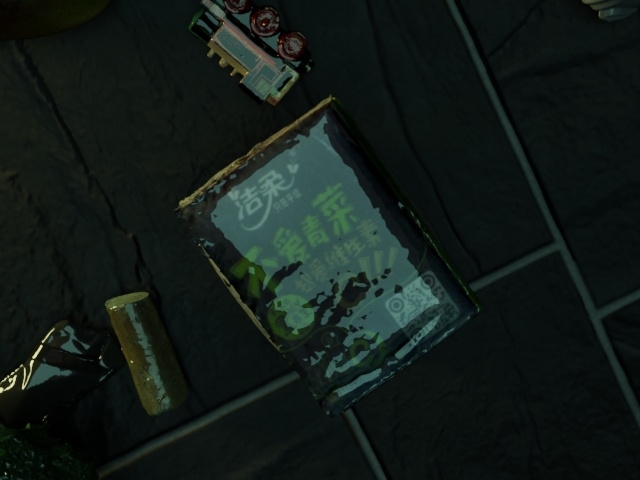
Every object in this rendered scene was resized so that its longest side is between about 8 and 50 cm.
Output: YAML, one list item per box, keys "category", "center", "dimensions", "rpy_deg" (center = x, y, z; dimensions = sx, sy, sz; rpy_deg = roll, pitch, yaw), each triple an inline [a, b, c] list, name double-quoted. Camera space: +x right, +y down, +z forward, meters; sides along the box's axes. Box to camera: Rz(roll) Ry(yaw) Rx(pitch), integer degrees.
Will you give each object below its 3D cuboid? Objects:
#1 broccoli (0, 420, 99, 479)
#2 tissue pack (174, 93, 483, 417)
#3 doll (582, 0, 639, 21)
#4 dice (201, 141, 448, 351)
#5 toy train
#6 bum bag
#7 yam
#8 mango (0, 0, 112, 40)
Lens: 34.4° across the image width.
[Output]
- category: "broccoli"
  center: [-0.335, 0.310, 1.036]
  dimensions: [0.294, 0.245, 0.265]
  rpy_deg: [42, 54, -26]
- category: "tissue pack"
  center: [0.009, 0.015, 0.906]
  dimensions: [0.173, 0.073, 0.235]
  rpy_deg: [-37, 99, 1]
- category: "doll"
  center: [0.331, -0.272, 1.082]
  dimensions: [0.180, 0.079, 0.094]
  rpy_deg: [8, 100, -19]
- category: "dice"
  center: [0.000, 0.000, 1.037]
  dimensions: [0.193, 0.194, 0.191]
  rpy_deg: [-36, 101, 0]
- category: "toy train"
  center: [-0.074, -0.207, 1.069]
  dimensions: [0.138, 0.050, 0.087]
  rpy_deg: [40, 97, -9]
- category: "bum bag"
  center: [-0.301, 0.166, 1.112]
  dimensions: [0.198, 0.049, 0.087]
  rpy_deg: [-43, 105, 2]
- category: "yam"
  center: [-0.186, 0.120, 1.113]
  dimensions: [0.054, 0.054, 0.132]
  rpy_deg: [-20, 99, -1]
- category: "mango"
  center: [-0.331, -0.262, 1.010]
  dimensions: [0.268, 0.111, 0.133]
  rpy_deg: [-4, 88, -9]
